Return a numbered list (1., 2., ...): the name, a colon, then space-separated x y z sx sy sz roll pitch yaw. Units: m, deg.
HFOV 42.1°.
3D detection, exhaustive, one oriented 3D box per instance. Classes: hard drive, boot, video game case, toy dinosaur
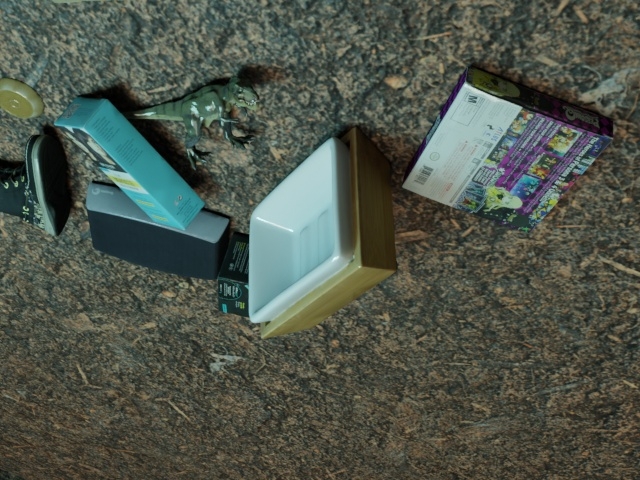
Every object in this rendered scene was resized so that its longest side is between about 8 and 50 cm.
1. hard drive: -0.293 -0.009 1.487 0.255 0.054 0.172 15 144 1
2. boot: -0.530 -0.108 1.420 0.179 0.085 0.236 17 144 2
3. video game case: 0.250 -0.117 1.153 0.210 0.041 0.232 19 144 -5
4. toy dinosaur: -0.173 -0.173 1.225 0.268 0.064 0.118 -7 129 33

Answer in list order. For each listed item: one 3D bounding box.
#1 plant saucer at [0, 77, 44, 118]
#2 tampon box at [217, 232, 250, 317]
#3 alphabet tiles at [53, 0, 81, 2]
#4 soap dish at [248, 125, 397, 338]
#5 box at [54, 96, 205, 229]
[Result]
1. plant saucer: -0.479 -0.220 1.311 0.083 0.015 0.083 10 143 8
2. tampon box: -0.092 0.074 1.482 0.161 0.101 0.120 13 144 2
3. alphabet tiles: -0.321 -0.385 0.953 0.343 0.011 0.285 9 152 34
4. soap dish: 0.000 0.000 1.261 0.118 0.229 0.291 14 148 -27
5. box: -0.296 -0.119 1.309 0.100 0.060 0.244 14 152 47
